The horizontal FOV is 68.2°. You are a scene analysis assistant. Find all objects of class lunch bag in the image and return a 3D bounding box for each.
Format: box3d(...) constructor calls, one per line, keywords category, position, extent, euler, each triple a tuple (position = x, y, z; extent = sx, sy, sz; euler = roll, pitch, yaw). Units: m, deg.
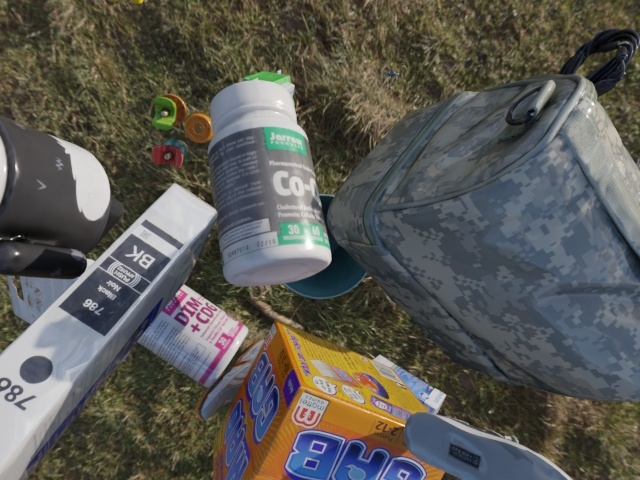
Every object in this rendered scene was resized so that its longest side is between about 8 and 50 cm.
box3d(category="lunch bag", position=(0.199, 0.005, 0.459), extent=(0.305, 0.256, 0.213), euler=(47, 75, -19))

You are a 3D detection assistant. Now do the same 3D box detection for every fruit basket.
box3d(category="fruit basket", position=(-0.188, -0.408, 1.685), extent=(0.165, 0.327, 0.353), euler=(7, 116, 12))

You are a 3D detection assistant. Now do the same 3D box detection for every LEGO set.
box3d(category="LEGO set", position=(0.267, -0.609, 1.702), extent=(0.083, 0.023, 0.054), euler=(-47, 63, 7))

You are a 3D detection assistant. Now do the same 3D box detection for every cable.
box3d(category="cable", position=(0.478, -0.310, 0.865), extent=(0.047, 0.184, 0.151), euler=(30, 65, -17))

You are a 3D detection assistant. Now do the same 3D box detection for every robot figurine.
box3d(category="robot figurine", position=(-0.374, -0.053, 0.560), extent=(0.209, 0.278, 0.174), euler=(6, 85, 19))

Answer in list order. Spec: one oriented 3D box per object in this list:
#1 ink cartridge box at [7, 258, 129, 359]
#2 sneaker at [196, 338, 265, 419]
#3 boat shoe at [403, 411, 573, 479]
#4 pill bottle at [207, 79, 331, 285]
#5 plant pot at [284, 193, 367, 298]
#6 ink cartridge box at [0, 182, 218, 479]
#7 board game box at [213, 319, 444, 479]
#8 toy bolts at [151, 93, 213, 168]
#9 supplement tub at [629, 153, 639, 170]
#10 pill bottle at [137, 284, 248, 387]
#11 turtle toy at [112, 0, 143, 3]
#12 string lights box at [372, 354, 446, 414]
box3d(category="ink cartridge box", position=(-0.737, 0.173, 1.390), extent=(0.384, 0.091, 0.308), euler=(24, 125, 11))
box3d(category="sneaker", position=(-0.204, 0.382, 1.243), extent=(0.121, 0.099, 0.262), euler=(48, 56, -1))
box3d(category="boat shoe", position=(0.284, 0.368, 0.766), extent=(0.104, 0.306, 0.113), euler=(18, 81, -43))
box3d(category="pill bottle", position=(-0.109, -0.108, 0.918), extent=(0.204, 0.204, 0.361), euler=(-11, 74, -3))
box3d(category="plant pot", position=(0.000, 0.000, 1.375), extent=(0.289, 0.195, 0.291), euler=(0, 102, -2))
box3d(category="ink cartridge box", position=(-0.223, 0.102, 0.443), extent=(0.065, 0.165, 0.333), euler=(34, 47, -6))
box3d(category="board game box", position=(-0.001, 0.451, 1.046), extent=(0.356, 0.356, 0.357), euler=(26, 94, -16))
box3d(category="toy bolts", position=(-0.457, -0.359, 1.590), extent=(0.218, 0.158, 0.229), euler=(15, 113, -4))
box3d(category="supplement tub", position=(0.590, -0.161, 1.161), extent=(0.337, 0.207, 0.207), euler=(30, 83, 21))
box3d(category="pill bottle", position=(-0.321, 0.189, 1.067), extent=(0.283, 0.160, 0.160), euler=(34, 83, -4))
box3d(category="turtle toy", position=(-0.405, -0.565, 1.011), extent=(0.130, 0.095, 0.066), euler=(-1, 52, -15))
box3d(category="string lights box", position=(0.272, 0.494, 1.576), extent=(0.259, 0.133, 0.077), euler=(28, 106, 24))
